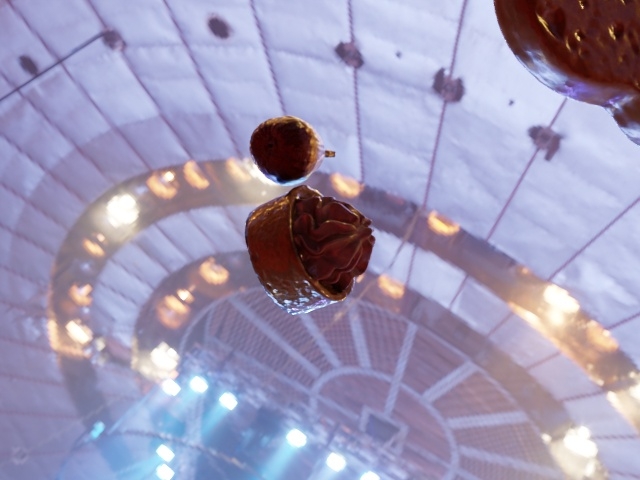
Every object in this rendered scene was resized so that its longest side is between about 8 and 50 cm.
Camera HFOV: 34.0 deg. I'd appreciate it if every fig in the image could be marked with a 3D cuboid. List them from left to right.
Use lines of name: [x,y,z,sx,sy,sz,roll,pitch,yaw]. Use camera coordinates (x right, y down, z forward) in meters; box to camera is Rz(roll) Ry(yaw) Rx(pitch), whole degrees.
fig: [-0.032,-0.151,1.664,0.119,0.153,0.119,46,-34,44]

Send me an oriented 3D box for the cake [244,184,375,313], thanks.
cake: [0.000,0.000,1.614,0.178,0.207,0.185,-26,-70,17]

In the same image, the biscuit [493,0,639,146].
biscuit: [0.201,-0.163,0.665,0.334,0.202,0.047,35,-21,-17]
